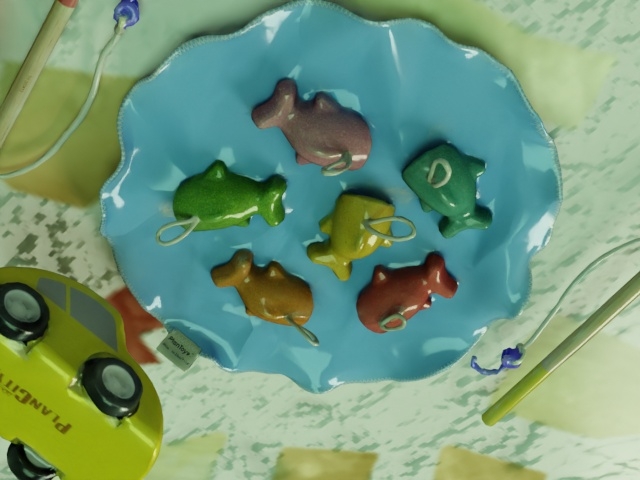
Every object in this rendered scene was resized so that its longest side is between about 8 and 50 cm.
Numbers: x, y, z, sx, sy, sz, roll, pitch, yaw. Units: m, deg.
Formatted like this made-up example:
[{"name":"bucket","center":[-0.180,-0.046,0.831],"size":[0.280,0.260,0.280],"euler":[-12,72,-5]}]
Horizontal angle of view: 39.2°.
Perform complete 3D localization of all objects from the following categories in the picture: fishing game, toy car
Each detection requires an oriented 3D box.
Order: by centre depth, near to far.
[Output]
[{"name":"toy car","center":[-0.182,-0.005,0.329],"size":[0.225,0.053,0.239],"euler":[-8,115,16]},{"name":"fishing game","center":[0.000,0.000,0.351],"size":[0.264,0.041,0.189],"euler":[30,123,-19]}]
